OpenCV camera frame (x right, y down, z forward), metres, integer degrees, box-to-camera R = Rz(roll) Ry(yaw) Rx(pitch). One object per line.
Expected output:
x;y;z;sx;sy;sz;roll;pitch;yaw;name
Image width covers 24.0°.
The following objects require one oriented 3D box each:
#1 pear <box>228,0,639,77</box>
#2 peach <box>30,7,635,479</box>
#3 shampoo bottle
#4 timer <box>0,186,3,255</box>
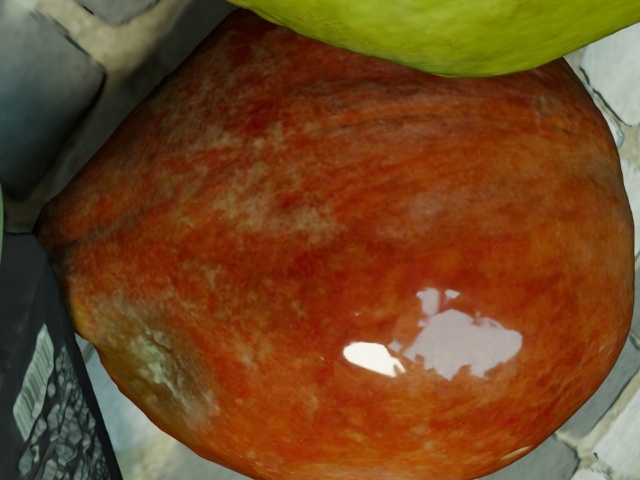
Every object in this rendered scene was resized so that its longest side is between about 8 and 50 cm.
0.071;-0.255;0.478;0.352;0.352;0.413;11;107;-43;pear
0.000;0.000;0.652;0.256;0.232;0.232;3;111;-27;peach
-0.125;0.126;0.650;0.309;0.071;0.098;83;15;-52;shampoo bottle
-0.294;0.023;0.408;0.315;0.291;0.291;31;91;-25;timer
